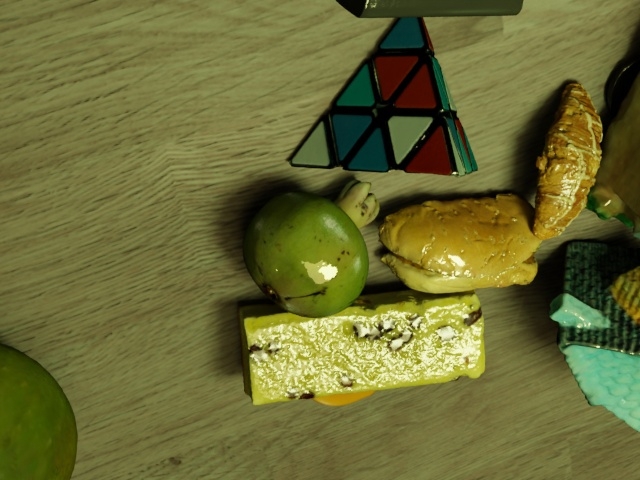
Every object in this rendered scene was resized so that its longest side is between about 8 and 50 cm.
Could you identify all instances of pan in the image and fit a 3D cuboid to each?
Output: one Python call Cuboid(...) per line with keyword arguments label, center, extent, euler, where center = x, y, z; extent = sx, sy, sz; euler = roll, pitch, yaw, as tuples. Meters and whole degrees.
Cuboid(label="pan", center=(0.510, -0.251, 1.624), extent=(0.212, 0.040, 0.115), euler=(-40, 120, 14))

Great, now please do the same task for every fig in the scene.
Cuboid(label="fig", center=(-0.469, 0.283, 1.444), extent=(0.316, 0.316, 0.316), euler=(-7, 118, -13))

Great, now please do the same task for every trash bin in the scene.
Cuboid(label="trash bin", center=(0.147, -0.371, 1.420), extent=(0.225, 0.115, 0.165), euler=(-2, 116, -20))

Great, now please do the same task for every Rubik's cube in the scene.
Cuboid(label="Rubik's cube", center=(0.142, -0.159, 1.451), extent=(0.284, 0.234, 0.250), euler=(5, 114, -18))

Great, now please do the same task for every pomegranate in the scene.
Cuboid(label="pomegranate", center=(-0.012, -0.003, 1.531), extent=(0.179, 0.179, 0.210), euler=(22, 78, -25))

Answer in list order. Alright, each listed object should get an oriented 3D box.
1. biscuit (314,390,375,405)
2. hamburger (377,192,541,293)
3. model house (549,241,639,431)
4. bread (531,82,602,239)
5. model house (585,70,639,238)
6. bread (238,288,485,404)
Cuboid(label="biscuit", center=(0.027, 0.180, 1.693), extent=(0.170, 0.050, 0.170), euler=(-7, 116, -14))
Cuboid(label="hamburger", center=(0.215, 0.008, 1.619), extent=(0.262, 0.131, 0.124), euler=(-6, 121, -18))
Cuboid(label="model house", center=(0.463, 0.092, 1.666), extent=(0.241, 0.261, 0.226), euler=(31, 130, -12))
Cuboid(label="bread", center=(0.358, -0.112, 1.588), extent=(0.105, 0.076, 0.233), euler=(17, 85, -56))
Cuboid(label="model house", center=(0.636, -0.083, 1.546), extent=(0.382, 0.342, 0.334), euler=(7, 121, -26))
Cuboid(label="bread", center=(0.066, 0.150, 1.624), extent=(0.361, 0.077, 0.138), euler=(-6, 103, -9))
